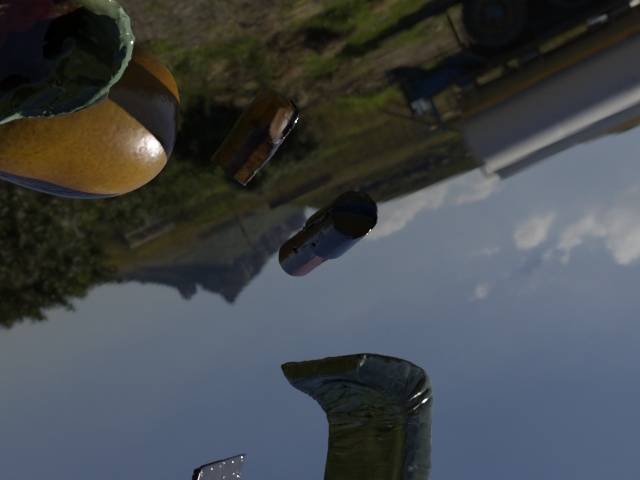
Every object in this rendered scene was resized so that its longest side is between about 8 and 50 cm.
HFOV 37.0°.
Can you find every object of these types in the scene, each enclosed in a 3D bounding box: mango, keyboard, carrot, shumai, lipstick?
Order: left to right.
[{"bbox_3d":[-0.301,-0.233,0.760,0.329,0.289,0.292,-2,-156,28],"label":"shumai"},{"bbox_3d":[-0.348,-0.169,1.221,0.378,0.221,0.263,3,177,-45],"label":"mango"},{"bbox_3d":[-0.179,0.407,1.636,0.023,0.072,0.231,15,178,15],"label":"keyboard"},{"bbox_3d":[-0.106,-0.161,1.522,0.173,0.082,0.082,-51,173,27],"label":"carrot"},{"bbox_3d":[0.000,0.000,1.471,0.077,0.077,0.418,-26,177,-17],"label":"lipstick"}]

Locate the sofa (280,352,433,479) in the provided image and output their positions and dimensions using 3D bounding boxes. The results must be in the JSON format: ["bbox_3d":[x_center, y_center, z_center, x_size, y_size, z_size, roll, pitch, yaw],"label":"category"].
[{"bbox_3d":[0.057,0.302,1.532,0.176,0.226,0.210,16,162,-39],"label":"sofa"}]
